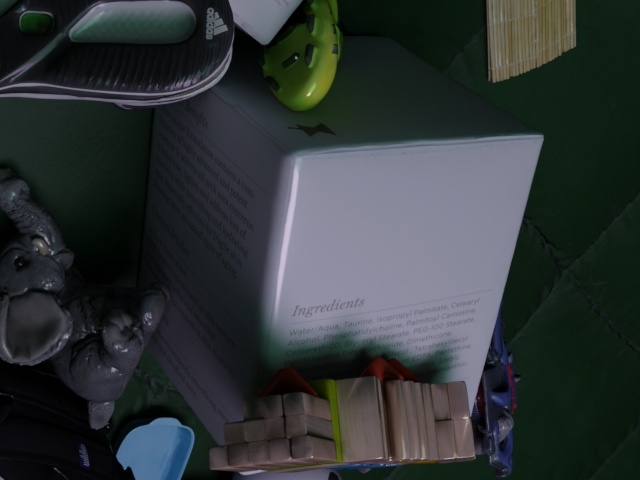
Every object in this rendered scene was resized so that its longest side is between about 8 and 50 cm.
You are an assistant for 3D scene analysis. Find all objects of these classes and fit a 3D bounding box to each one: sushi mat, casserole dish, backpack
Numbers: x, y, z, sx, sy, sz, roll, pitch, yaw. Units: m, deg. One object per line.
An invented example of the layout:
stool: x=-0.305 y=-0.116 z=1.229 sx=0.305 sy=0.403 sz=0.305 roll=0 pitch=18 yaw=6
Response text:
sushi mat: x=0.281 y=-0.373 z=1.504 sx=0.151 sy=0.019 sz=0.316 roll=-25 pitch=129 yaw=-22
casserole dish: x=-0.245 y=0.314 z=1.547 sx=0.114 sy=0.037 sz=0.188 roll=7 pitch=113 yaw=-38
backpack: x=-0.366 y=0.250 z=1.291 sx=0.191 sy=0.225 sz=0.253 roll=-34 pitch=144 yaw=9

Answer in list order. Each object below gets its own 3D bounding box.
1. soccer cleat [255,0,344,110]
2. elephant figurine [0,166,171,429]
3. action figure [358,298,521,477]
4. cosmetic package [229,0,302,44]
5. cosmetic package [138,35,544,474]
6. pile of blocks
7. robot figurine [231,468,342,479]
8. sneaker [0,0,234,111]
soccer cleat: x=-0.007 y=-0.222 z=1.222 sx=0.093 sy=0.289 sz=0.121 roll=-38 pitch=123 yaw=21
elephant figurine: x=-0.306 y=0.067 z=1.281 sx=0.239 sy=0.169 sz=0.186 roll=27 pitch=62 yaw=-6
action figure: x=0.184 y=0.193 z=1.732 sx=0.330 sy=0.178 sz=0.341 roll=4 pitch=85 yaw=-43
cosmetic package: x=-0.031 y=-0.410 z=1.149 sx=0.365 sy=0.197 sz=0.155 roll=-50 pitch=133 yaw=3
cosmetic package: x=0.000 y=0.000 z=1.327 sx=0.327 sy=0.329 sz=0.394 roll=-7 pitch=121 yaw=-30
pile of blocks: x=0.030 y=0.180 z=1.185 sx=0.362 sy=0.149 sz=0.113 roll=12 pitch=68 yaw=-46
robot figurine: x=-0.061 y=0.431 z=1.614 sx=0.173 sy=0.209 sz=0.278 roll=9 pitch=96 yaw=-43
sneaker: x=-0.307 y=-0.187 z=1.112 sx=0.447 sy=0.257 sz=0.169 roll=5 pitch=85 yaw=-3
